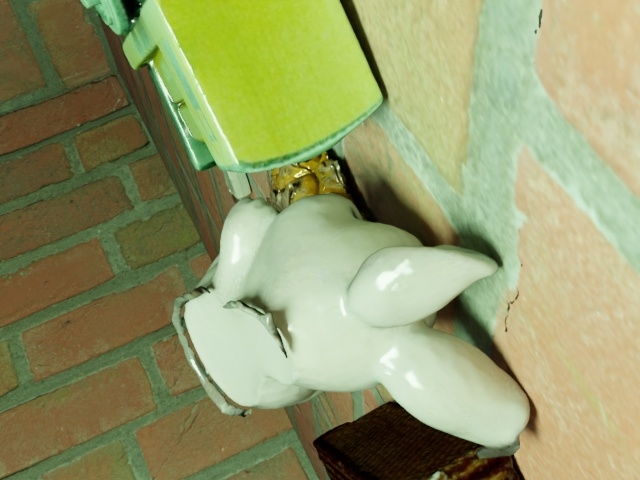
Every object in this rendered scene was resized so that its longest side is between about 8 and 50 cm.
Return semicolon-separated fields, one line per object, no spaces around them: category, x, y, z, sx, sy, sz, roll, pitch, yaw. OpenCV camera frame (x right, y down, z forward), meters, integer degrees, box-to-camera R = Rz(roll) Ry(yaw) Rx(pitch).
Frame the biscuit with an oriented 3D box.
biscuit;0.079;0.222;0.862;0.073;0.107;0.388;64;169;0

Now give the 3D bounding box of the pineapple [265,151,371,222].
pineapple;0.000;0.000;0.877;0.224;0.076;0.225;61;169;21

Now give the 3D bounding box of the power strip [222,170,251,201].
power strip;-0.143;-0.132;1.383;0.047;0.030;0.191;51;161;50

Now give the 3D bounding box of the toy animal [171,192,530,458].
toy animal;0.005;0.063;0.689;0.325;0.154;0.208;17;134;51

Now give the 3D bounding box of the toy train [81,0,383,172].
toy train;-0.094;-0.185;0.746;0.253;0.160;0.397;64;169;-12
